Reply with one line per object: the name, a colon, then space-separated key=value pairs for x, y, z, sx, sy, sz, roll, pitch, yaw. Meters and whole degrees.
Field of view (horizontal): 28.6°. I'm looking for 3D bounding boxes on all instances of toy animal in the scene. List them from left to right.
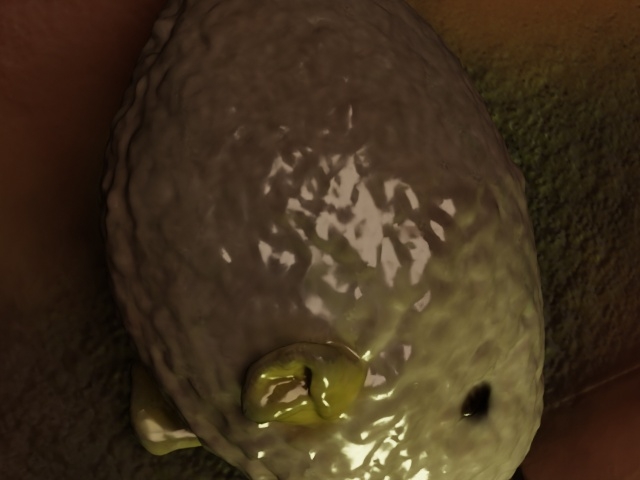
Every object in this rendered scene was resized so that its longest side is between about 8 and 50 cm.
toy animal: x=-0.003 y=-0.006 z=0.669 sx=0.226 sy=0.188 sz=0.358 roll=-25 pitch=94 yaw=-30
